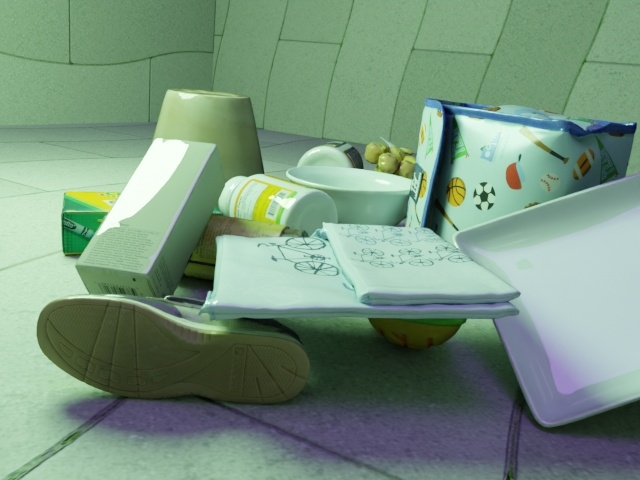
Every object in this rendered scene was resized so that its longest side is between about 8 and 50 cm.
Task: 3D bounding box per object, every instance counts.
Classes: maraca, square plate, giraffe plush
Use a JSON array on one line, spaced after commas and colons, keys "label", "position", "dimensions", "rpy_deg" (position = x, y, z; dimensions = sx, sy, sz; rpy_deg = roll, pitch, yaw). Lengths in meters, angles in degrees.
[{"label": "maraca", "position": [0.110, 0.091, 0.840], "dimensions": [0.127, 0.099, 0.186], "rpy_deg": [9, 1, -42]}, {"label": "square plate", "position": [0.380, 0.055, 0.783], "dimensions": [0.344, 0.049, 0.347], "rpy_deg": [-17, 38, 6]}, {"label": "giraffe plush", "position": [0.182, -0.177, 1.743], "dimensions": [0.182, 0.170, 0.210], "rpy_deg": [15, 24, -19]}]

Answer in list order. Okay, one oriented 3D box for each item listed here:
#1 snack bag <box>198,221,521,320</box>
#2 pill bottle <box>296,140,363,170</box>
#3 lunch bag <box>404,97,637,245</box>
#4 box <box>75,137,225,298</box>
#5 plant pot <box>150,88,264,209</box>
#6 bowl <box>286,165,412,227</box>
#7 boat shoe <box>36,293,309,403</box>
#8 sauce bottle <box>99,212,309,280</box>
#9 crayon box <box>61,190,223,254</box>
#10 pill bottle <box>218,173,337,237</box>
[{"label": "snack bag", "position": [0.028, 0.028, 0.785], "dimensions": [0.343, 0.037, 0.323], "rpy_deg": [0, 15, -8]}, {"label": "pill bottle", "position": [0.037, -0.202, 1.775], "dimensions": [0.162, 0.162, 0.278], "rpy_deg": [9, 15, 11]}, {"label": "lunch bag", "position": [0.302, -0.079, 1.111], "dimensions": [0.239, 0.327, 0.385], "rpy_deg": [-4, 19, -34]}, {"label": "box", "position": [-0.238, -0.029, 0.911], "dimensions": [0.113, 0.094, 0.275], "rpy_deg": [8, 48, 12]}, {"label": "plant pot", "position": [-0.267, -0.204, 1.448], "dimensions": [0.323, 0.280, 0.323], "rpy_deg": [5, 16, -2]}, {"label": "bowl", "position": [0.067, -0.076, 1.370], "dimensions": [0.298, 0.134, 0.298], "rpy_deg": [5, 14, -1]}, {"label": "boat shoe", "position": [-0.154, 0.112, 0.677], "dimensions": [0.285, 0.102, 0.092], "rpy_deg": [8, 10, -5]}, {"label": "sauce bottle", "position": [-0.192, 0.007, 1.010], "dimensions": [0.345, 0.111, 0.111], "rpy_deg": [10, 16, 11]}, {"label": "crayon box", "position": [-0.339, -0.036, 1.172], "dimensions": [0.279, 0.081, 0.165], "rpy_deg": [-1, 16, -21]}, {"label": "pill bottle", "position": [-0.094, -0.057, 1.235], "dimensions": [0.136, 0.136, 0.246], "rpy_deg": [-8, 20, -41]}]
